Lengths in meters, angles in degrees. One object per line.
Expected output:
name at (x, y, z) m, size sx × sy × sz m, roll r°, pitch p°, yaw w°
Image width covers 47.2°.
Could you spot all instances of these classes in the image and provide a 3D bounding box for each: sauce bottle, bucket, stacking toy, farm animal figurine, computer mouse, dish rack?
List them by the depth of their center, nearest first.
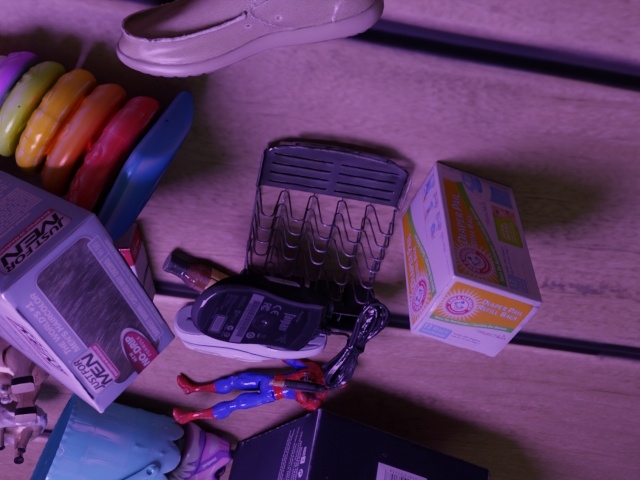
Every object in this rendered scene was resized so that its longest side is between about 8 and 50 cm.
stacking toy at (-0.307, -0.140, 0.784) m, size 0.302 × 0.175 × 0.166 m, roll 32°, pitch 127°, yaw -12°
dish rack at (0.000, 0.000, 0.946) m, size 0.208 × 0.074 × 0.271 m, roll 8°, pitch 132°, yaw -8°
computer mouse at (-0.054, 0.122, 0.972) m, size 0.262 × 0.060 × 0.184 m, roll 9°, pitch 126°, yaw -22°
sauce bottle at (-0.158, 0.056, 1.023) m, size 0.128 × 0.042 × 0.042 m, roll 31°, pitch 126°, yaw -22°
farm animal figurine at (-0.535, 0.161, 1.054) m, size 0.327 × 0.172 × 0.330 m, roll 12°, pitch 125°, yaw -27°
bucket at (-0.364, 0.392, 1.195) m, size 0.183 × 0.281 × 0.281 m, roll 25°, pitch 129°, yaw -17°

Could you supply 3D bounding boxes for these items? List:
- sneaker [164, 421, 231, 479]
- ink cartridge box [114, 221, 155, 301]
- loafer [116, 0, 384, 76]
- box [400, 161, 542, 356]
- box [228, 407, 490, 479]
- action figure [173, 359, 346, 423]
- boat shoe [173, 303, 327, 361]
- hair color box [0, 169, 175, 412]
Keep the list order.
sneaker at (-0.232, 0.423, 1.337) m, size 0.105 × 0.095 × 0.236 m, roll 15°, pitch 131°, yaw -23°
ink cartridge box at (-0.289, 0.044, 1.001) m, size 0.099 × 0.056 × 0.135 m, roll -2°, pitch 133°, yaw 1°
loafer at (-0.075, -0.235, 0.716) m, size 0.269 × 0.102 × 0.092 m, roll -14°, pitch 131°, yaw 1°
box at (0.171, 0.019, 0.872) m, size 0.114 × 0.203 × 0.103 m, roll 16°, pitch 131°, yaw -14°
box at (0.051, 0.448, 1.238) m, size 0.343 × 0.179 × 0.312 m, roll 24°, pitch 147°, yaw -20°
action figure at (-0.100, 0.217, 1.134) m, size 0.280 × 0.091 × 0.139 m, roll -8°, pitch 143°, yaw 8°
boat shoe at (-0.101, 0.138, 1.084) m, size 0.226 × 0.083 × 0.076 m, roll 9°, pitch 145°, yaw 7°
hair color box at (-0.346, 0.023, 0.805) m, size 0.374 × 0.113 × 0.185 m, roll 21°, pitch 147°, yaw 38°
